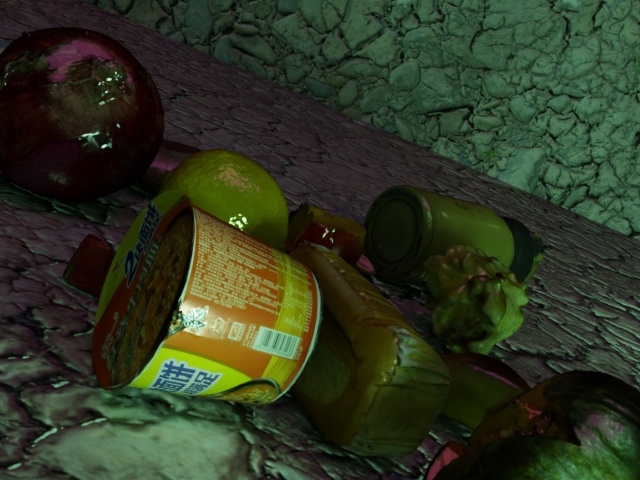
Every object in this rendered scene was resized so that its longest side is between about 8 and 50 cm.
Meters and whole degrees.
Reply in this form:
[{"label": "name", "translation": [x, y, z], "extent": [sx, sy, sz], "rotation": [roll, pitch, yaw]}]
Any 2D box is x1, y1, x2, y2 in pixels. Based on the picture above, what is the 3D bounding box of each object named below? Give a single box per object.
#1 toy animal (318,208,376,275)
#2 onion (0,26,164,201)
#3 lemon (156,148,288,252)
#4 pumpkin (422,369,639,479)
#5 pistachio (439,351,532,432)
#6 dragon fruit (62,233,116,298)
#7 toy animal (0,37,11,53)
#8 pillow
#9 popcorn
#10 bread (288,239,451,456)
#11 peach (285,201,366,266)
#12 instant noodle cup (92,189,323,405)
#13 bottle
[{"label": "toy animal", "translation": [0.039, 0.005, 1.561], "extent": [0.159, 0.070, 0.083], "rotation": [33, 18, 21]}, {"label": "onion", "translation": [-0.367, -0.188, 1.336], "extent": [0.276, 0.276, 0.276], "rotation": [20, 16, -6]}, {"label": "lemon", "translation": [-0.137, -0.035, 1.269], "extent": [0.203, 0.178, 0.178], "rotation": [34, 16, -4]}, {"label": "pumpkin", "translation": [0.201, 0.221, 0.796], "extent": [0.159, 0.238, 0.238], "rotation": [58, 25, 9]}, {"label": "pistachio", "translation": [0.207, 0.192, 1.102], "extent": [0.189, 0.100, 0.110], "rotation": [27, 21, 24]}, {"label": "dragon fruit", "translation": [-0.233, 0.043, 1.089], "extent": [0.131, 0.063, 0.097], "rotation": [30, 18, 26]}, {"label": "toy animal", "translation": [-0.587, -0.286, 1.546], "extent": [0.204, 0.156, 0.208], "rotation": [35, 17, 28]}, {"label": "pillow", "translation": [-0.235, -0.119, 1.574], "extent": [0.236, 0.084, 0.223], "rotation": [22, 15, -7]}, {"label": "popcorn", "translation": [0.226, 0.084, 1.364], "extent": [0.168, 0.174, 0.195], "rotation": [58, 24, 7]}, {"label": "bread", "translation": [0.029, 0.119, 1.024], "extent": [0.119, 0.152, 0.288], "rotation": [18, 16, -32]}, {"label": "peach", "translation": [0.004, 0.007, 1.416], "extent": [0.151, 0.118, 0.151], "rotation": [5, -27, 3]}, {"label": "instant noodle cup", "translation": [-0.112, 0.074, 0.929], "extent": [0.174, 0.213, 0.213], "rotation": [22, 14, -30]}, {"label": "bottle", "translation": [0.256, 0.013, 1.635], "extent": [0.351, 0.171, 0.171], "rotation": [12, 19, -38]}]
